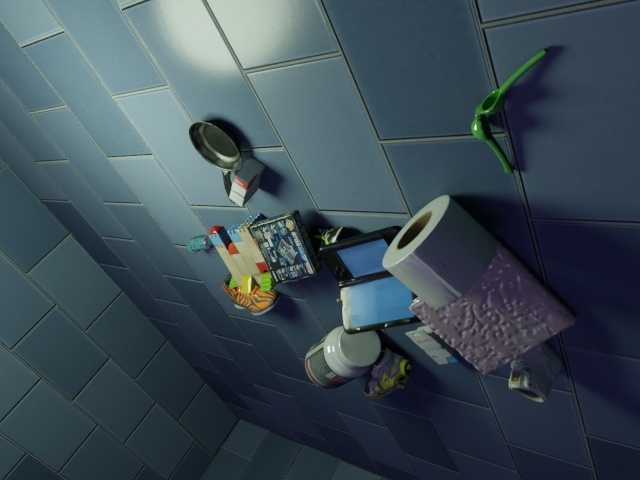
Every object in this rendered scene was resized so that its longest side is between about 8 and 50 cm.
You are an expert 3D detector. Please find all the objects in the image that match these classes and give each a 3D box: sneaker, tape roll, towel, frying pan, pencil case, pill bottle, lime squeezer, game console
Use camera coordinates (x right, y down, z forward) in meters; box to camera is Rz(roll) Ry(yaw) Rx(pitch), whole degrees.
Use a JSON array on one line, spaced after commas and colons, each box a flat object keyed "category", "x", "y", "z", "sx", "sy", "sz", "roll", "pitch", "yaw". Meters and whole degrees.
[{"category": "sneaker", "x": 0.592, "y": 0.349, "z": 1.616, "sx": 0.292, "sy": 0.169, "sz": 0.108, "roll": 44, "pitch": 149, "yaw": -10}, {"category": "tape roll", "x": 0.300, "y": 0.027, "z": 1.397, "sx": 0.169, "sy": 0.246, "sz": 0.246, "roll": 41, "pitch": 148, "yaw": -7}, {"category": "towel", "x": 0.469, "y": 0.194, "z": 1.516, "sx": 0.332, "sy": 0.053, "sz": 0.317, "roll": 42, "pitch": 118, "yaw": -11}, {"category": "frying pan", "x": -0.298, "y": -0.257, "z": 1.766, "sx": 0.197, "sy": 0.053, "sz": 0.326, "roll": 1, "pitch": 136, "yaw": 42}, {"category": "sneaker", "x": -0.320, "y": 0.215, "z": 2.334, "sx": 0.321, "sy": 0.124, "sz": 0.180, "roll": -5, "pitch": 131, "yaw": 46}, {"category": "pencil case", "x": -0.495, "y": 0.014, "z": 2.291, "sx": 0.152, "sy": 0.064, "sz": 0.070, "roll": -9, "pitch": 111, "yaw": 49}, {"category": "pill bottle", "x": 0.088, "y": 0.461, "z": 2.192, "sx": 0.210, "sy": 0.210, "sz": 0.363, "roll": 37, "pitch": 149, "yaw": -2}, {"category": "sneaker", "x": 0.000, "y": 0.000, "z": 1.791, "sx": 0.097, "sy": 0.084, "sz": 0.235, "roll": 41, "pitch": 148, "yaw": -6}, {"category": "lime squeezer", "x": 0.373, "y": -0.257, "z": 1.133, "sx": 0.110, "sy": 0.058, "sz": 0.310, "roll": 22, "pitch": 145, "yaw": 21}, {"category": "sneaker", "x": 0.273, "y": 0.571, "z": 2.231, "sx": 0.147, "sy": 0.145, "sz": 0.384, "roll": 22, "pitch": 150, "yaw": 13}, {"category": "game console", "x": 0.155, "y": 0.124, "z": 1.651, "sx": 0.293, "sy": 0.173, "sz": 0.250, "roll": -16, "pitch": 126, "yaw": 29}]

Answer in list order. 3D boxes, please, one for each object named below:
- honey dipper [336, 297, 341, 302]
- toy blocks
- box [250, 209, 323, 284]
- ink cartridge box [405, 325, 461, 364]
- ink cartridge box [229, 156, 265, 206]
[{"category": "honey dipper", "x": 0.099, "y": 0.207, "z": 2.025, "sx": 0.030, "sy": 0.030, "sz": 0.161, "roll": 42, "pitch": 152, "yaw": -9}, {"category": "toy blocks", "x": -0.227, "y": 0.026, "z": 1.975, "sx": 0.382, "sy": 0.190, "sz": 0.260, "roll": -8, "pitch": 120, "yaw": 35}, {"category": "box", "x": -0.113, "y": 0.025, "z": 1.803, "sx": 0.175, "sy": 0.051, "sz": 0.220, "roll": -16, "pitch": 104, "yaw": 30}, {"category": "ink cartridge box", "x": 0.395, "y": 0.349, "z": 1.898, "sx": 0.180, "sy": 0.060, "sz": 0.104, "roll": 43, "pitch": 148, "yaw": -11}, {"category": "ink cartridge box", "x": -0.236, "y": -0.186, "z": 1.753, "sx": 0.056, "sy": 0.099, "sz": 0.135, "roll": 34, "pitch": 147, "yaw": 3}]
